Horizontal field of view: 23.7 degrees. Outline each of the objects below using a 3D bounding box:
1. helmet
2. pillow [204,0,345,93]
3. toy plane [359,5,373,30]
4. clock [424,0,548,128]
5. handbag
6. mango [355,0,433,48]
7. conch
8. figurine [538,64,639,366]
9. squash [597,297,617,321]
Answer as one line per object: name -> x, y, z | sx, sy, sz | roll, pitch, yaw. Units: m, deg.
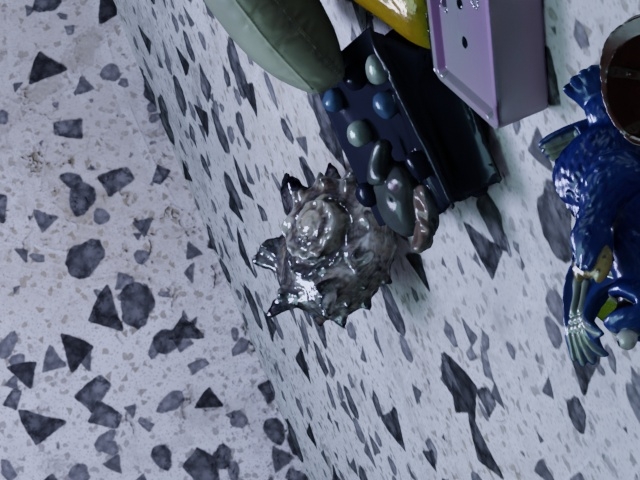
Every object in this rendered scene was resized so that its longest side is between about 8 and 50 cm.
helmet -> 0.287, -0.131, 1.271 | 0.089, 0.057, 0.111 | -23, 74, 41
pillow -> -0.084, -0.312, 1.896 | 0.255, 0.120, 0.322 | 51, -175, -23
toy plane -> 0.054, -0.305, 1.938 | 0.078, 0.024, 0.084 | 51, 163, 50
clock -> 0.165, -0.233, 1.556 | 0.150, 0.063, 0.197 | -130, 24, -52
handbag -> 0.099, -0.121, 1.861 | 0.326, 0.118, 0.269 | 155, 94, -77
mango -> 0.055, -0.344, 1.701 | 0.317, 0.119, 0.176 | 59, 154, 25
conch -> 0.011, -0.007, 2.231 | 0.313, 0.186, 0.240 | -100, 25, -65
figurine -> 0.265, -0.021, 1.320 | 0.164, 0.121, 0.262 | 89, 178, -67
squash -> 0.321, 0.062, 1.358 | 0.331, 0.087, 0.087 | 27, 136, 67
